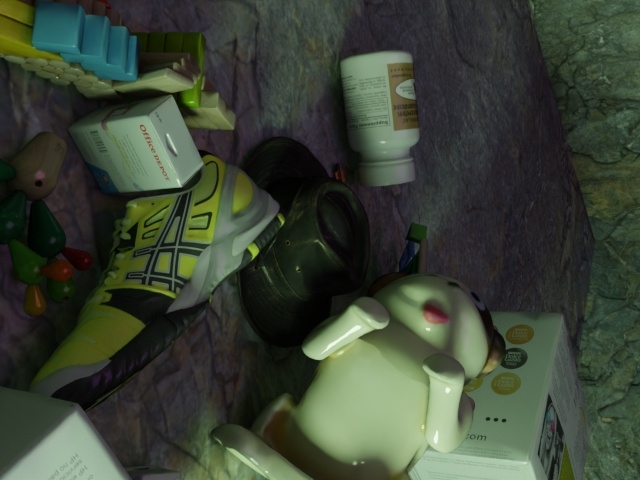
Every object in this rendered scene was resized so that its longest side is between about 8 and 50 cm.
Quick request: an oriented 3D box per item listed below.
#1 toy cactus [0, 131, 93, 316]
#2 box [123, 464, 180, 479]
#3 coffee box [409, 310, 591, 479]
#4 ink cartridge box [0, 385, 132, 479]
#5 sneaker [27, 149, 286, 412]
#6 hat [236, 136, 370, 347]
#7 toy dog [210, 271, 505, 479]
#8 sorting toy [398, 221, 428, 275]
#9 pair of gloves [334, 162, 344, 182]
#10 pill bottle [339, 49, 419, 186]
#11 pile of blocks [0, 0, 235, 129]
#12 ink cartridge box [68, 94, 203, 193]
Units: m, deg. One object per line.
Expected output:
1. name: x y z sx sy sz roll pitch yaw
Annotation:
1. toy cactus: -0.291 -0.038 0.698 0.219 0.112 0.180 47 40 -35
2. box: -0.218 0.419 0.809 0.067 0.063 0.324 20 72 -55
3. coffee box: 0.295 0.362 1.377 0.334 0.338 0.338 -59 135 -41
4. ink cartridge box: -0.245 0.368 0.605 0.285 0.166 0.395 -44 119 -38
5. sneaker: -0.198 0.042 0.830 0.147 0.145 0.384 45 47 -7
6. hat: 0.000 0.000 1.117 0.331 0.134 0.331 6 82 -59
7. toy dog: 0.109 0.228 1.066 0.408 0.285 0.395 -53 153 -18
8. sorting toy: 0.144 0.114 1.335 0.196 0.047 0.347 113 -9 -48
9. pair of gloves: 0.038 -0.095 1.266 0.083 0.010 0.074 -78 154 -71
10. pill bottle: 0.110 -0.216 1.305 0.131 0.131 0.229 -19 105 -57
11. pile of blocks: -0.217 -0.217 0.762 0.362 0.149 0.112 15 76 -56
12. ink cartridge box: -0.203 -0.104 0.803 0.052 0.122 0.088 -54 132 -44
